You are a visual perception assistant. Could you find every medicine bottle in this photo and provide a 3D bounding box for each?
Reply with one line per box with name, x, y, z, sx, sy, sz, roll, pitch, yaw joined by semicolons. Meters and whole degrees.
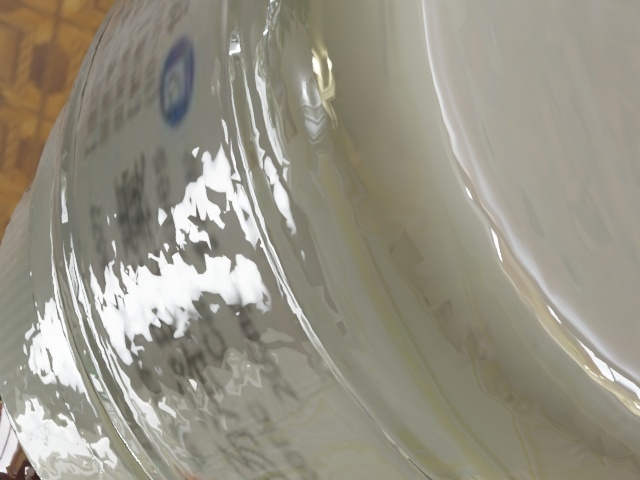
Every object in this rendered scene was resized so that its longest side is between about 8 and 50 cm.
medicine bottle;0.035;-0.003;0.516;0.245;0.245;0.306;30;152;-17

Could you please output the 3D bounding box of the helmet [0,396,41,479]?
helmet;-0.331;0.181;1.221;0.338;0.197;0.271;30;151;-7
